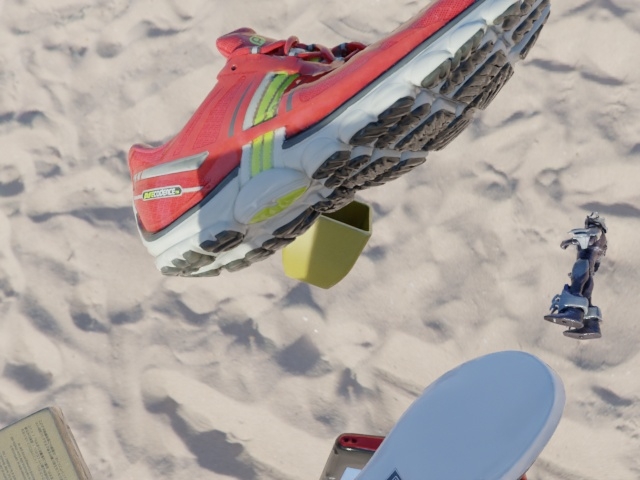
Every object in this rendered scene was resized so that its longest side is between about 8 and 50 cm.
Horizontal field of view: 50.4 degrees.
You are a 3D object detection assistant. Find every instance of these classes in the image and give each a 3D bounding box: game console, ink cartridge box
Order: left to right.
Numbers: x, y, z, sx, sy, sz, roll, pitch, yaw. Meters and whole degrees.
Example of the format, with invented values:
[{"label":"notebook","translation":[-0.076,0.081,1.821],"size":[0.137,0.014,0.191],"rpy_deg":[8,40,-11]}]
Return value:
[{"label":"ink cartridge box","translation":[-0.397,0.368,0.903],"size":[0.193,0.088,0.235],"rpy_deg":[-25,84,-14]},{"label":"game console","translation":[0.174,0.460,1.279],"size":[0.342,0.386,0.060],"rpy_deg":[7,56,-3]}]

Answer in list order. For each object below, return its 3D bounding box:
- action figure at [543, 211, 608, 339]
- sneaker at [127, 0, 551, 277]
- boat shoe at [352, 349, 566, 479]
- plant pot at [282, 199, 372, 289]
[{"label":"action figure","translation":[0.560,0.060,1.453],"size":[0.099,0.185,0.285],"rpy_deg":[1,59,37]},{"label":"sneaker","translation":[-0.010,-0.082,0.388],"size":[0.279,0.107,0.118],"rpy_deg":[-30,76,20]},{"label":"boat shoe","translation":[0.110,0.221,0.599],"size":[0.301,0.102,0.108],"rpy_deg":[-52,37,14]},{"label":"plant pot","translation":[0.000,0.000,0.695],"size":[0.081,0.081,0.083],"rpy_deg":[21,113,-5]}]
